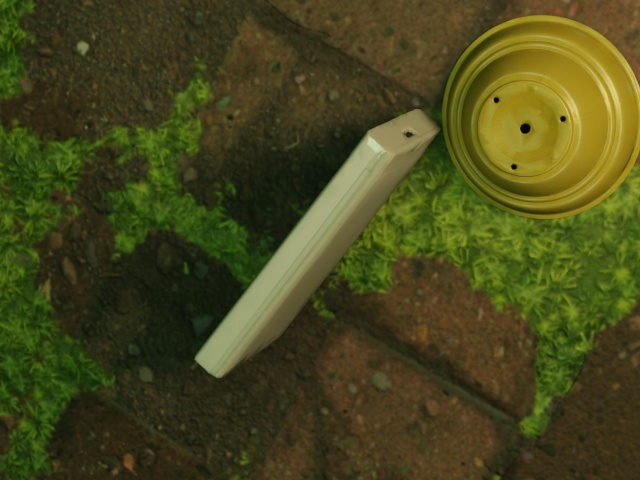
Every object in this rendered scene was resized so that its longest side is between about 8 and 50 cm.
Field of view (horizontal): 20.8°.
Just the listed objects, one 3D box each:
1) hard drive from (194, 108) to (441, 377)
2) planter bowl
[{"bbox_3d":[0.000,0.000,1.840,0.040,0.203,0.307,40,111,7],"label":"hard drive"},{"bbox_3d":[0.219,-0.121,1.801,0.217,0.090,0.217,4,103,19],"label":"planter bowl"}]
